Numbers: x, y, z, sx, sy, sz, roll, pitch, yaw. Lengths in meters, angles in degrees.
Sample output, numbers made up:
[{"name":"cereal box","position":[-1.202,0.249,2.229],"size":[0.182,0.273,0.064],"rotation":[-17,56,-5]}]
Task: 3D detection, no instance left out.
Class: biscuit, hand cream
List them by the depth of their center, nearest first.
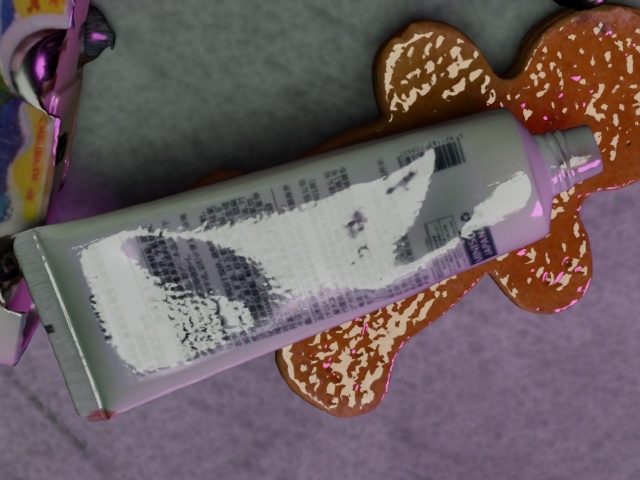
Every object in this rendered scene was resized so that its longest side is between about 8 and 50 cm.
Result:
[{"name":"hand cream","position":[0.000,0.000,0.941],"size":[0.341,0.078,0.124],"rotation":[-18,105,3]},{"name":"biscuit","position":[0.085,-0.033,0.995],"size":[0.324,0.049,0.205],"rotation":[-36,106,1]}]

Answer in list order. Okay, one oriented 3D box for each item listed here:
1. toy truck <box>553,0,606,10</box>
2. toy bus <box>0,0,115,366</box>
[{"name":"toy truck","position":[0.216,-0.226,0.895],"size":[0.257,0.127,0.127],"rotation":[-28,92,6]},{"name":"toy bus","position":[-0.196,-0.066,0.966],"size":[0.112,0.090,0.274],"rotation":[14,113,-2]}]
